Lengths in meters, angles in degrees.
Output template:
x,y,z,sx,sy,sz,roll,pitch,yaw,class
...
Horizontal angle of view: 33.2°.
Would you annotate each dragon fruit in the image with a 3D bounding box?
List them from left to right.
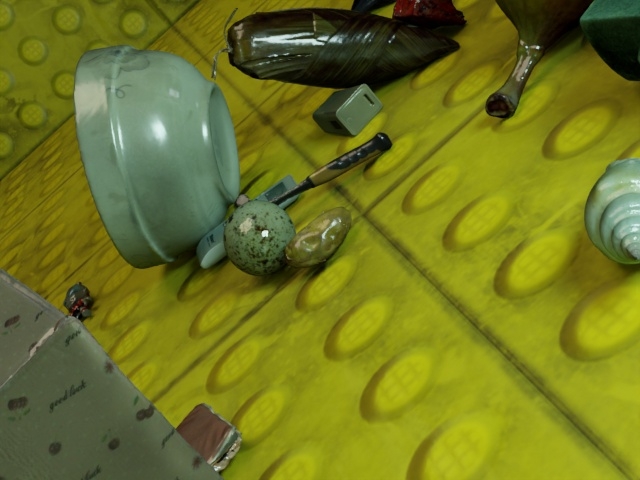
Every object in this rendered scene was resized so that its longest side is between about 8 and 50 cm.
x,y,z,sx,sy,sz,roll,pitch,yaw,class
0.126,-0.308,1.462,0.063,0.097,0.131,-49,23,-12,dragon fruit

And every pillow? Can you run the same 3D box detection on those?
x,y,z,sx,sy,sz,roll,pitch,yaw,class
-0.166,0.250,0.997,0.232,0.043,0.126,-48,22,-17,pillow

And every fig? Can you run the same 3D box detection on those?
x,y,z,sx,sy,sz,roll,pitch,yaw,class
0.237,-0.282,1.161,0.217,0.217,0.320,19,86,65,fig

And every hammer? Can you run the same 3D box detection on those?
x,y,z,sx,sy,sz,roll,pitch,yaw,class
-0.003,-0.073,1.309,0.201,0.078,0.021,-29,56,7,hammer

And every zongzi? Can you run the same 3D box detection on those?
x,y,z,sx,sy,sz,roll,pitch,yaw,class
0.015,-0.262,1.418,0.241,0.248,0.111,1,92,53,zongzi

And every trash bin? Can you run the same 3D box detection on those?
x,y,z,sx,sy,sz,roll,pitch,yaw,class
0.034,-0.174,1.447,0.061,0.043,0.092,-48,19,-13,trash bin

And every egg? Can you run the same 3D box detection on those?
x,y,z,sx,sy,sz,roll,pitch,yaw,class
-0.071,-0.004,1.248,0.085,0.085,0.110,-40,17,5,egg

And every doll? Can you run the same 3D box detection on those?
x,y,z,sx,sy,sz,roll,pitch,yaw,class
-0.370,0.093,1.631,0.114,0.039,0.057,-118,34,-59,doll

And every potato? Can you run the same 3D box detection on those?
x,y,z,sx,sy,sz,roll,pitch,yaw,class
0.000,0.000,1.177,0.092,0.046,0.045,-38,-22,-12,potato

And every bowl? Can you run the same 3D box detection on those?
x,y,z,sx,sy,sz,roll,pitch,yaw,class
-0.206,-0.120,1.453,0.163,0.307,0.307,-9,29,7,bowl

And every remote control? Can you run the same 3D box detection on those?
x,y,z,sx,sy,sz,roll,pitch,yaw,class
-0.094,-0.023,1.397,0.162,0.029,0.061,-36,24,3,remote control

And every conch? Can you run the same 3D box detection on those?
x,y,z,sx,sy,sz,roll,pitch,yaw,class
0.238,-0.028,0.801,0.088,0.065,0.180,-33,15,26,conch

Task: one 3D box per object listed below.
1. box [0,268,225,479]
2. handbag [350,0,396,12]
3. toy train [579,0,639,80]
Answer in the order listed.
x,y,z,sx,sy,sz,roll,pitch,yaw,class
-0.216,0.177,0.808,0.225,0.297,0.190,20,64,48,box
0.160,-0.511,1.765,0.326,0.118,0.269,-34,24,25,handbag
0.345,-0.211,0.875,0.178,0.138,0.330,-51,22,-9,toy train
